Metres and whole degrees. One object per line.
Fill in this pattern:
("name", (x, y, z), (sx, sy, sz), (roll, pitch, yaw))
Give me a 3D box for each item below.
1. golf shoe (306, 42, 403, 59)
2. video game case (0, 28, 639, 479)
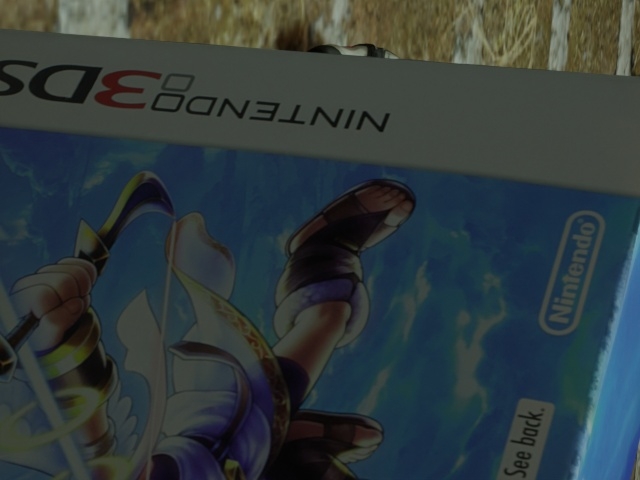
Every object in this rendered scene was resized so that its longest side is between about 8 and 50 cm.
("golf shoe", (0.000, 0.000, 0.869), (0.086, 0.067, 0.186), (18, 82, -38))
("video game case", (-0.063, 0.067, 0.426), (0.061, 0.244, 0.269), (71, 31, -48))
